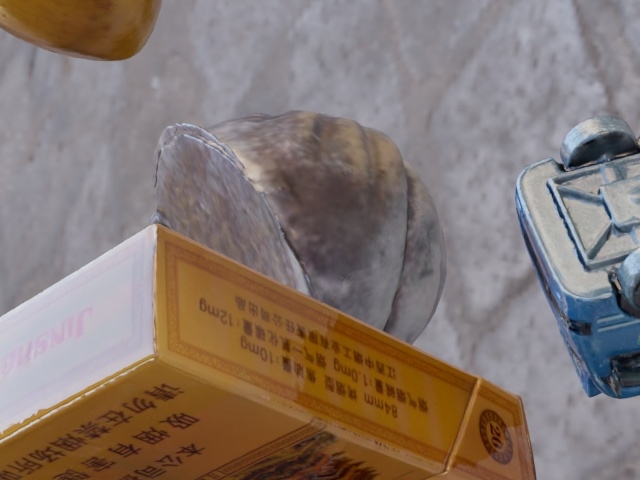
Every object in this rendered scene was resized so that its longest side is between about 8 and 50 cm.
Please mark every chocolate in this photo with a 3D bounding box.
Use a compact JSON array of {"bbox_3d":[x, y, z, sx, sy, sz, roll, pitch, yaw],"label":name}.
[{"bbox_3d":[0.000,0.000,1.605,0.303,0.213,0.303,44,146,40],"label":"chocolate"}]

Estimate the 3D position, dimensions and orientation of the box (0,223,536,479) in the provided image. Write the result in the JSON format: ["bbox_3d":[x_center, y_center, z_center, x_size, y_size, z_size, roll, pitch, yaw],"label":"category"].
[{"bbox_3d":[-0.040,0.101,0.876,0.174,0.274,0.076,-28,51,34],"label":"box"}]

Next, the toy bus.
[{"bbox_3d":[0.235,-0.003,0.929,0.134,0.246,0.113,78,176,-48],"label":"toy bus"}]

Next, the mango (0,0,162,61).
[{"bbox_3d":[-0.120,-0.155,0.577,0.141,0.102,0.217,-19,109,52],"label":"mango"}]
